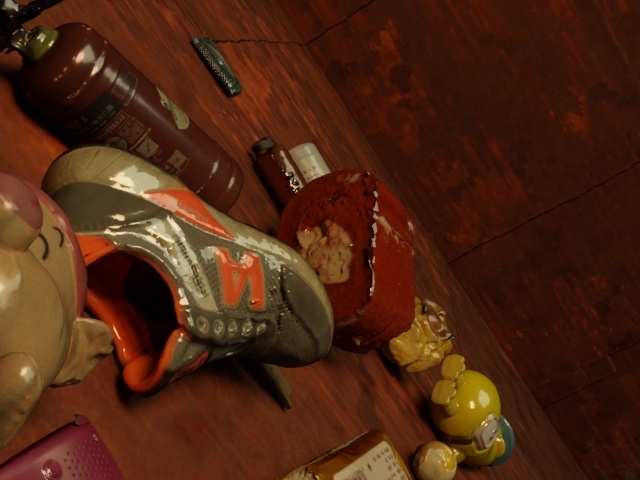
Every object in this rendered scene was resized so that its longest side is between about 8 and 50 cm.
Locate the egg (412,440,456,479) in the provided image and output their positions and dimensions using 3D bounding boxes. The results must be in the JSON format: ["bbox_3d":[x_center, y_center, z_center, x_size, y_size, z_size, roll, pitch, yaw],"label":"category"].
[{"bbox_3d":[0.186,0.360,1.027,0.071,0.071,0.083,62,15,11],"label":"egg"}]

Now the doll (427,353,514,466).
[{"bbox_3d":[0.299,0.370,1.272,0.199,0.145,0.363,-59,136,-27],"label":"doll"}]

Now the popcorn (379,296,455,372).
[{"bbox_3d":[0.176,0.177,1.211,0.167,0.152,0.149,-8,64,-46],"label":"popcorn"}]

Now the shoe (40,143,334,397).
[{"bbox_3d":[-0.111,0.068,0.573,0.336,0.132,0.171,38,37,-32],"label":"shoe"}]

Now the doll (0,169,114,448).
[{"bbox_3d":[-0.210,0.032,0.318,0.256,0.152,0.196,-80,150,-72],"label":"doll"}]

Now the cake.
[{"bbox_3d":[0.039,0.029,0.972,0.151,0.176,0.283,37,47,-46],"label":"cake"}]

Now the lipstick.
[{"bbox_3d":[0.000,0.000,1.126,0.419,0.077,0.077,58,16,5],"label":"lipstick"}]

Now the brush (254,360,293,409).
[{"bbox_3d":[-0.102,0.096,0.734,0.248,0.036,0.043,60,19,-19],"label":"brush"}]

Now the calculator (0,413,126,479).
[{"bbox_3d":[-0.160,0.187,0.372,0.127,0.034,0.190,60,12,1],"label":"calculator"}]

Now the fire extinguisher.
[{"bbox_3d":[-0.209,-0.146,0.663,0.344,0.138,0.102,44,42,-43],"label":"fire extinguisher"}]

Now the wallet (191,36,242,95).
[{"bbox_3d":[-0.199,-0.345,1.246,0.129,0.026,0.088,56,16,-9],"label":"wallet"}]

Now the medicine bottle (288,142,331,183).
[{"bbox_3d":[0.011,-0.060,1.232,0.260,0.095,0.095,59,16,7],"label":"medicine bottle"}]

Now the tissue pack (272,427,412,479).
[{"bbox_3d":[0.047,0.310,0.675,0.183,0.092,0.226,63,16,15],"label":"tissue pack"}]
